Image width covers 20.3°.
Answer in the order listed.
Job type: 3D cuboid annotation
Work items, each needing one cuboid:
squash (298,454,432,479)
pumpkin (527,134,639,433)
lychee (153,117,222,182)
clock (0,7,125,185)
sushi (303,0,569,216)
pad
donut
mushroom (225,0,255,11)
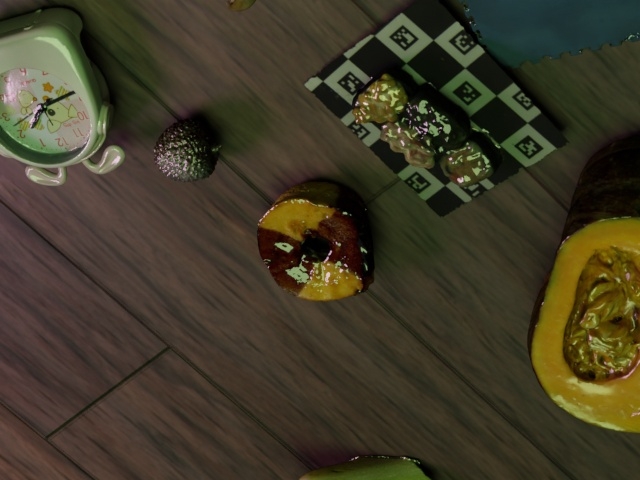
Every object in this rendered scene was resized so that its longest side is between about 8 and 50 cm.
[{"bbox_3d":[0.031,0.296,2.127,0.200,0.075,0.090,2,148,-13],"label":"squash"},{"bbox_3d":[0.340,0.053,1.826,0.221,0.139,0.317,17,125,6],"label":"pumpkin"},{"bbox_3d":[-0.140,-0.095,1.893,0.083,0.068,0.067,-18,78,29],"label":"lychee"},{"bbox_3d":[-0.292,-0.146,1.895,0.151,0.062,0.191,-12,122,22],"label":"clock"},{"bbox_3d":[0.110,-0.116,1.799,0.215,0.050,0.192,43,132,-17],"label":"sushi"},{"bbox_3d":[0.242,-0.268,1.642,0.269,0.012,0.269,-9,140,20],"label":"pad"},{"bbox_3d":[0.000,0.000,1.924,0.140,0.059,0.140,7,128,10],"label":"donut"},{"bbox_3d":[-0.163,-0.289,1.745,0.225,0.093,0.116,4,146,1],"label":"mushroom"}]
